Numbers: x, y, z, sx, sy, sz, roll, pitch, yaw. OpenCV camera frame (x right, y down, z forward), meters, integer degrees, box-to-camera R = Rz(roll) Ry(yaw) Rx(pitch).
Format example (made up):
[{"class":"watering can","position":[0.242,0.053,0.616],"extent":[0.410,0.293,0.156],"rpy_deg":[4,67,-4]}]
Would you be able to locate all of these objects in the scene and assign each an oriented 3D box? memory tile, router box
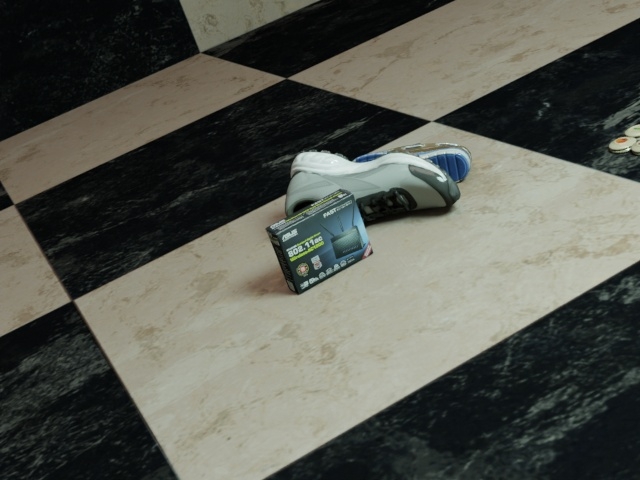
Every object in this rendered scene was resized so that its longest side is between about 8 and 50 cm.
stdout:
[{"class":"memory tile","position":[0.468,-0.141,1.328],"extent":[0.113,0.012,0.148],"rpy_deg":[-33,26,-27]},{"class":"router box","position":[0.000,0.000,1.304],"extent":[0.122,0.092,0.038],"rpy_deg":[-29,25,-18]}]

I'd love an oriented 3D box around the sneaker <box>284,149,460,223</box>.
[{"class":"sneaker","position":[0.069,-0.060,1.403],"extent":[0.271,0.100,0.108],"rpy_deg":[2,60,33]}]

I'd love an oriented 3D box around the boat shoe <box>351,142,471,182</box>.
[{"class":"boat shoe","position":[0.134,-0.109,1.479],"extent":[0.183,0.066,0.066],"rpy_deg":[0,24,19]}]
